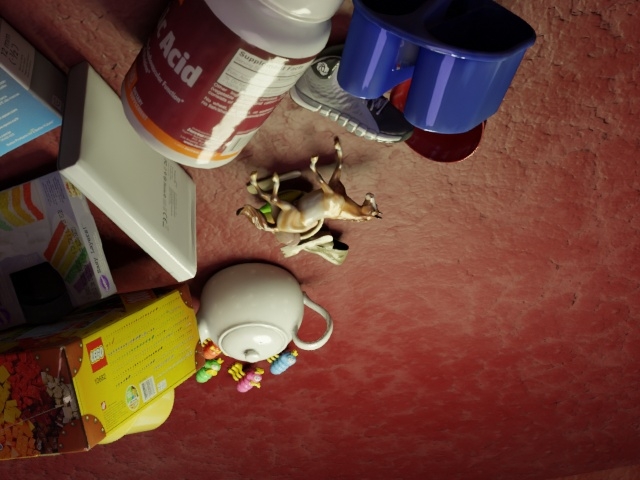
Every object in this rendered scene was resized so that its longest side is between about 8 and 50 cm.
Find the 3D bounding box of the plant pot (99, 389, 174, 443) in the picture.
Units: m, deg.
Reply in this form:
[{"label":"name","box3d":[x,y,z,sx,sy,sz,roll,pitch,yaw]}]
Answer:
[{"label":"plant pot","box3d":[-0.488,0.365,2.279,0.254,0.254,0.239,-24,156,23]}]

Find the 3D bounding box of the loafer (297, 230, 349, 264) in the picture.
[{"label":"loafer","box3d":[0.000,0.000,1.994,0.148,0.056,0.050,26,122,-32]}]

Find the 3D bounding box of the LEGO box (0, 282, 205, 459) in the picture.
[{"label":"LEGO box","box3d":[-0.504,0.249,1.853,0.372,0.193,0.500,-9,-173,18]}]

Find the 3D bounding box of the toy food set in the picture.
[{"label":"toy food set","box3d":[-0.058,-0.044,1.894,0.132,0.038,0.192,-18,125,15]}]

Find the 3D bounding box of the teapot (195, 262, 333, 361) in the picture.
[{"label":"teapot","box3d":[-0.146,0.183,2.107,0.252,0.187,0.256,27,132,-36]}]

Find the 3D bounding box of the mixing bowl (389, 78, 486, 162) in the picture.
[{"label":"mixing bowl","box3d":[0.221,-0.236,1.643,0.181,0.098,0.181,23,135,25]}]

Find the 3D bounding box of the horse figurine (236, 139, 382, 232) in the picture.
[{"label":"horse figurine","box3d":[-0.029,-0.079,1.818,0.263,0.066,0.174,-21,123,-1]}]

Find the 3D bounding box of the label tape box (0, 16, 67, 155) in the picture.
[{"label":"label tape box","box3d":[-0.607,-0.275,1.499,0.249,0.115,0.348,-22,138,20]}]

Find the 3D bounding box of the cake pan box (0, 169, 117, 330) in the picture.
[{"label":"cake pan box","box3d":[-0.541,0.024,1.805,0.245,0.267,0.070,-16,-176,17]}]

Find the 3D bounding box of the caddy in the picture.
[{"label":"caddy","box3d":[0.176,-0.297,1.393,0.241,0.341,0.179,28,121,17]}]

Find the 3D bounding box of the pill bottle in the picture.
[{"label":"pill bottle","box3d":[-0.126,-0.307,1.425,0.224,0.224,0.392,17,137,-28]}]

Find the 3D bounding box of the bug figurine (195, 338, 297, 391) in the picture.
[{"label":"bug figurine","box3d":[-0.201,0.307,2.360,0.279,0.072,0.216,17,138,-28]}]

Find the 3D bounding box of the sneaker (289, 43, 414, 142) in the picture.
[{"label":"sneaker","box3d":[0.064,-0.257,1.596,0.228,0.086,0.132,22,130,2]}]

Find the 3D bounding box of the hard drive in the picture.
[{"label":"hard drive","box3d":[-0.325,-0.112,1.648,0.047,0.233,0.353,-18,141,16]}]
